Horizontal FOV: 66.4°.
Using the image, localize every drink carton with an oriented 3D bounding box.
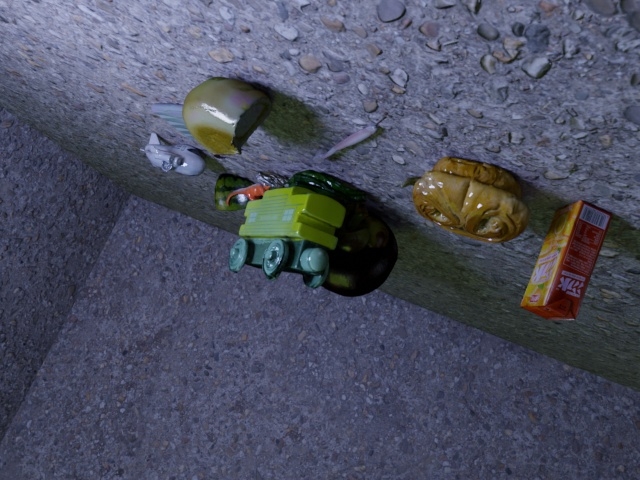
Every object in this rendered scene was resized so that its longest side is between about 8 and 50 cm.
[{"bbox_3d":[0.475,0.041,0.951,0.071,0.222,0.096,25,169,-1],"label":"drink carton"}]

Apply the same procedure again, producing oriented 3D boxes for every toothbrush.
[{"bbox_3d":[0.051,-0.221,1.119,0.025,0.029,0.307,27,166,-20],"label":"toothbrush"}]

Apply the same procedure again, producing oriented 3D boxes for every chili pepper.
[{"bbox_3d":[-0.007,-0.161,1.413,0.279,0.065,0.122,16,167,25],"label":"chili pepper"}]

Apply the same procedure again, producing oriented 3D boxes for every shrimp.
[{"bbox_3d":[-0.062,-0.170,1.542,0.296,0.058,0.169,21,160,-3],"label":"shrimp"}]

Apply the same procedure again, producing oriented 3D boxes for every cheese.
[{"bbox_3d":[0.236,-0.122,1.154,0.084,0.041,0.060,38,162,4],"label":"cheese"}]

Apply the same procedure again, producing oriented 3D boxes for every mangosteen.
[{"bbox_3d":[0.083,0.028,1.531,0.297,0.296,0.313,12,167,47],"label":"mangosteen"}]

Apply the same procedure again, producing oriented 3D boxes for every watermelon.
[{"bbox_3d":[-0.335,-0.203,1.888,0.303,0.159,0.128,10,125,47],"label":"watermelon"}]

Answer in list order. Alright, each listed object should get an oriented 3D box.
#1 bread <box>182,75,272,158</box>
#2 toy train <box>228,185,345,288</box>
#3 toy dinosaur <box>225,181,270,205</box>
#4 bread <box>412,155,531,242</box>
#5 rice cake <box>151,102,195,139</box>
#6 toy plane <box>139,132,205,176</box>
[{"bbox_3d":[-0.206,-0.283,1.057,0.261,0.158,0.156,12,154,49],"label":"bread"},{"bbox_3d":[-0.105,-0.015,1.408,0.179,0.272,0.442,21,169,-32],"label":"toy train"},{"bbox_3d":[-0.236,-0.160,1.741,0.280,0.101,0.055,-25,179,30],"label":"toy dinosaur"},{"bbox_3d":[0.309,-0.077,1.008,0.236,0.120,0.198,21,168,17],"label":"bread"},{"bbox_3d":[-0.355,-0.330,1.396,0.198,0.037,0.189,14,166,39],"label":"rice cake"},{"bbox_3d":[-0.510,-0.295,1.714,0.245,0.117,0.244,16,-175,-1],"label":"toy plane"}]
